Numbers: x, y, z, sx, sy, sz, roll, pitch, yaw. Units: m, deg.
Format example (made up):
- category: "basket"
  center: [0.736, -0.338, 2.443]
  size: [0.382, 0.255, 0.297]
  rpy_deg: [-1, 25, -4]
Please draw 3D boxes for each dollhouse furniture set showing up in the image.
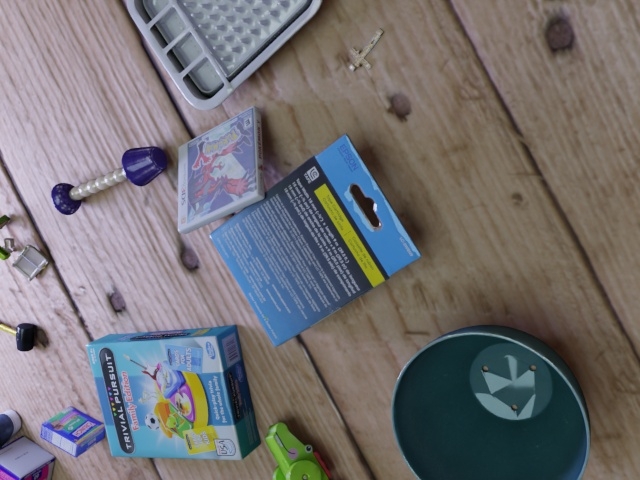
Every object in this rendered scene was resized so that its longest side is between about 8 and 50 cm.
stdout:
- category: "dollhouse furniture set"
  center: [-0.676, 0.015, 1.671]
  size: [0.151, 0.058, 0.076]
  rpy_deg: [42, 109, -9]

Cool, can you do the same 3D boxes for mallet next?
- category: "mallet"
  center: [-0.740, 0.195, 1.737]
  size: [0.189, 0.039, 0.062]
  rpy_deg: [24, 112, 24]

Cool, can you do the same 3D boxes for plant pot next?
- category: "plant pot"
  center: [0.280, 0.255, 1.163]
  size: [0.290, 0.195, 0.290]
  rpy_deg: [6, 104, 25]

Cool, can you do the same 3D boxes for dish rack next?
- category: "dish rack"
  center: [-0.161, -0.424, 1.299]
  size: [0.332, 0.072, 0.286]
  rpy_deg: [-36, 84, 28]

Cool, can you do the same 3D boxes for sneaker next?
- category: "sneaker"
  center: [-0.832, 0.512, 1.777]
  size: [0.086, 0.163, 0.226]
  rpy_deg: [41, 117, 10]

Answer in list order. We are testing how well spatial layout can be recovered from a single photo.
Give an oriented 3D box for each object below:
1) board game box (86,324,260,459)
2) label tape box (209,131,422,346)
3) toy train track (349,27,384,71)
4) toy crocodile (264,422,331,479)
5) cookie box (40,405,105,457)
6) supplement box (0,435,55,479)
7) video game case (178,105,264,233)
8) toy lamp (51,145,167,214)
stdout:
- category: "board game box"
  center: [-0.307, 0.315, 1.526]
  size: [0.335, 0.079, 0.254]
  rpy_deg: [-8, 98, 27]
- category: "label tape box"
  center: [0.000, 0.000, 1.293]
  size: [0.333, 0.106, 0.241]
  rpy_deg: [-34, 85, 27]
- category: "toy train track"
  center: [0.075, -0.318, 1.240]
  size: [0.048, 0.014, 0.083]
  rpy_deg: [45, 116, 10]
- category: "toy crocodile"
  center: [0.003, 0.493, 1.406]
  size: [0.341, 0.105, 0.115]
  rpy_deg: [57, 153, 10]
- category: "cookie box"
  center: [-0.553, 0.427, 1.663]
  size: [0.107, 0.092, 0.040]
  rpy_deg: [21, 113, 20]
- category: "supplement box"
  center: [-0.729, 0.603, 1.775]
  size: [0.113, 0.111, 0.220]
  rpy_deg: [25, 112, 18]
- category: "video game case"
  center: [-0.184, -0.126, 1.344]
  size: [0.201, 0.023, 0.184]
  rpy_deg: [-21, 61, 32]
- category: "toy lamp"
  center: [-0.423, -0.122, 1.487]
  size: [0.274, 0.080, 0.080]
  rpy_deg: [-18, 93, 27]
